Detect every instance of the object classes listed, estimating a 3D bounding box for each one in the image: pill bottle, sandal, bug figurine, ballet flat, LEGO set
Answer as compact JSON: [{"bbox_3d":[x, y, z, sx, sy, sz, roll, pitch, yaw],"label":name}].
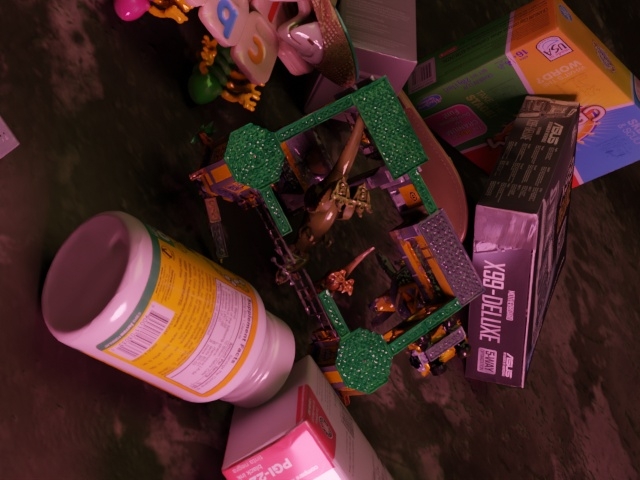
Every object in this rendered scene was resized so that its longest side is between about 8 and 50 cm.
[{"bbox_3d":[-0.120,0.067,1.125,0.208,0.117,0.117,32,44,-41],"label":"pill bottle"},{"bbox_3d":[0.128,-0.100,1.646,0.079,0.088,0.240,-15,75,-60],"label":"sandal"},{"bbox_3d":[-0.129,-0.259,1.387,0.279,0.072,0.216,50,40,-31],"label":"bug figurine"},{"bbox_3d":[-0.023,-0.244,1.377,0.067,0.073,0.206,-29,105,-27],"label":"ballet flat"},{"bbox_3d":[0.000,0.000,1.352,0.255,0.192,0.331,-40,101,-28],"label":"LEGO set"}]

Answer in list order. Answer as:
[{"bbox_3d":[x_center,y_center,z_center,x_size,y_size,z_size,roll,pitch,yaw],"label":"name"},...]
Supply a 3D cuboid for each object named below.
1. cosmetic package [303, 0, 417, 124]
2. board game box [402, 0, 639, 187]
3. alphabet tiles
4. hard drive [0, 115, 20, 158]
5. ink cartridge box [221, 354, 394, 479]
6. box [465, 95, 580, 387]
[{"bbox_3d":[0.047,-0.263,1.577,0.107,0.127,0.238,11,49,-16],"label":"cosmetic package"},{"bbox_3d":[0.295,-0.179,1.801,0.316,0.242,0.064,32,45,-41],"label":"board game box"},{"bbox_3d":[-0.073,-0.309,1.381,0.284,0.021,0.278,50,44,-39],"label":"alphabet tiles"},{"bbox_3d":[-0.308,-0.111,1.062,0.135,0.022,0.094,56,32,-13],"label":"hard drive"},{"bbox_3d":[0.012,0.234,1.184,0.218,0.092,0.158,55,10,-12],"label":"ink cartridge box"},{"bbox_3d":[0.252,-0.007,1.658,0.307,0.076,0.242,-57,152,-55],"label":"box"}]
